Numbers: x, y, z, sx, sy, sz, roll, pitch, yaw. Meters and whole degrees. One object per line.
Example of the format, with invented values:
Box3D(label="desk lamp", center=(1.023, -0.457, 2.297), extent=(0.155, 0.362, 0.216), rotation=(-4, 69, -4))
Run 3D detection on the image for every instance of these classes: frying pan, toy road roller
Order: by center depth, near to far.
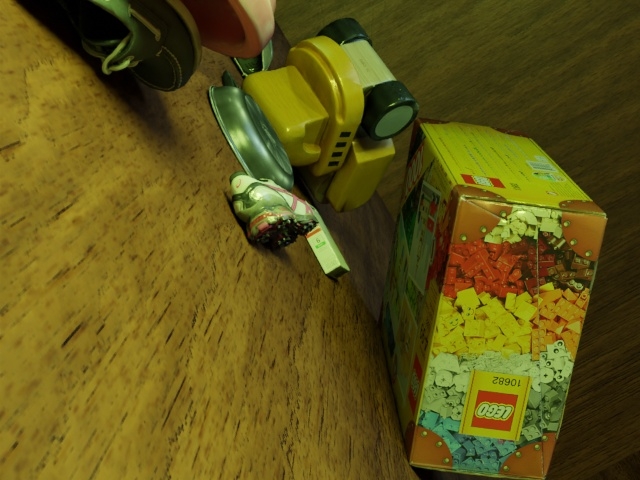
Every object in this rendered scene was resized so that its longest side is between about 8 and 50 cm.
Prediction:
Box3D(label="frying pan", center=(-0.090, -0.153, 1.654), extent=(0.197, 0.053, 0.326), rotation=(59, 10, -12))
Box3D(label="toy road roller", center=(-0.016, -0.190, 1.862), extent=(0.202, 0.241, 0.329), rotation=(57, -31, 24))

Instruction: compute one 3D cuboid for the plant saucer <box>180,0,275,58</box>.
Box3D(label="plant saucer", center=(-0.164, -0.306, 1.052), extent=(0.332, 0.084, 0.332), rotation=(36, -8, 6))

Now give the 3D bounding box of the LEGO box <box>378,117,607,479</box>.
Box3D(label="LEGO box", center=(0.224, 0.058, 1.655), extent=(0.500, 0.193, 0.372), rotation=(-96, -165, -73))

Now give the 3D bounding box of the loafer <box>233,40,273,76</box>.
Box3D(label="loafer", center=(-0.130, -0.391, 1.980), extent=(0.087, 0.094, 0.251), rotation=(-97, 172, -52))

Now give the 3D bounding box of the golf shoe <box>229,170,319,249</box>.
Box3D(label="golf shoe", center=(-0.054, -0.040, 1.345), extent=(0.086, 0.067, 0.186), rotation=(60, 7, 12))

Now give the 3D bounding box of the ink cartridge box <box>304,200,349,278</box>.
Box3D(label="ink cartridge box", center=(0.000, 0.000, 1.712), extent=(0.115, 0.029, 0.063), rotation=(61, 8, 15))

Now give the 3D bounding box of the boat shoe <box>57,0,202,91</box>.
Box3D(label="boat shoe", center=(-0.201, -0.207, 1.031), extent=(0.319, 0.116, 0.099), rotation=(60, 46, -65))
